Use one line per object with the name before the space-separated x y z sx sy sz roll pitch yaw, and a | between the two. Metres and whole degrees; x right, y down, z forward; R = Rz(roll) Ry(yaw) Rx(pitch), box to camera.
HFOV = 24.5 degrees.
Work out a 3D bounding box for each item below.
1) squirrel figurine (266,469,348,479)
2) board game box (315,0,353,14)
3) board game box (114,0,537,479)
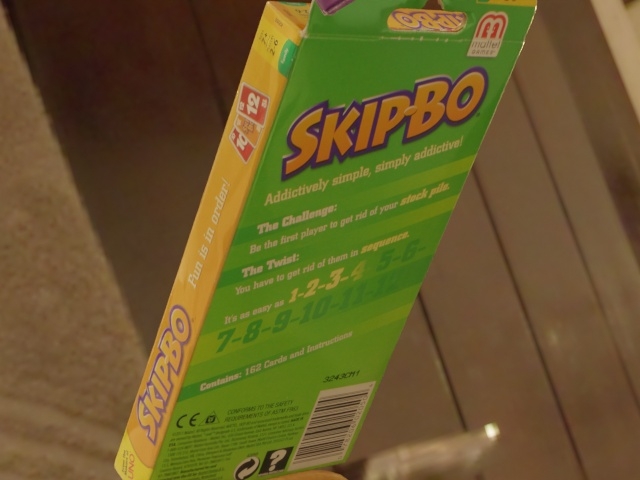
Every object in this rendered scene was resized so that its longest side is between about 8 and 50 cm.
squirrel figurine | 0.056 0.276 0.594 0.370 0.281 0.397 12 -1 28
board game box | 0.083 -0.224 0.349 0.347 0.208 0.056 -27 14 34
board game box | 0.000 0.000 0.642 0.124 0.039 0.259 -5 -51 -40
